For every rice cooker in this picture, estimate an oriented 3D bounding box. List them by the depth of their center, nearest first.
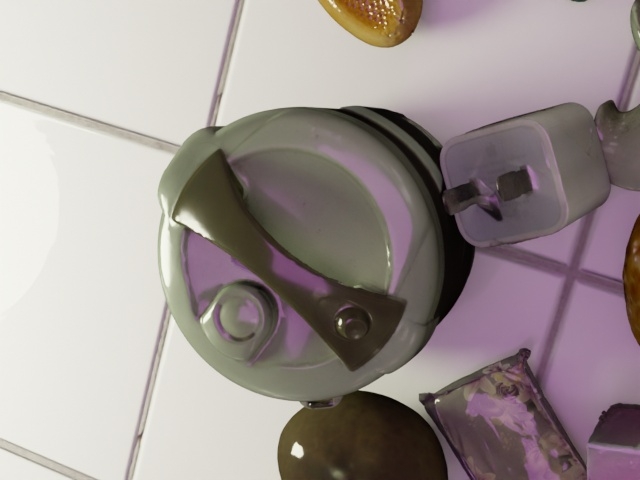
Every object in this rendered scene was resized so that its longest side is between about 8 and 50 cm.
[{"bbox_3d":[0.000,0.000,1.151,0.335,0.325,0.335,2,97,19],"label":"rice cooker"}]

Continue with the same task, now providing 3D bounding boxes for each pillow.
[{"bbox_3d":[0.245,0.263,1.238,0.169,0.059,0.255,-31,83,21],"label":"pillow"}]

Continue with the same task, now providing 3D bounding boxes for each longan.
[{"bbox_3d":[0.055,0.279,1.230,0.220,0.196,0.197,22,104,40],"label":"longan"}]

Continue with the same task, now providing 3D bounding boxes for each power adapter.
[{"bbox_3d":[0.201,-0.063,1.066,0.130,0.205,0.125,-12,96,36],"label":"power adapter"}]

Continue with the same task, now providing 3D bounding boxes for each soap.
[{"bbox_3d":[0.430,0.238,1.094,0.259,0.181,0.081,1,97,23],"label":"soap"}]

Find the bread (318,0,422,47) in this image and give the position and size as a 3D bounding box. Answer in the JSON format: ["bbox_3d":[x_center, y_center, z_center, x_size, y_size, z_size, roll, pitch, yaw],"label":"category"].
[{"bbox_3d":[0.050,-0.316,1.234,0.189,0.077,0.114,47,128,8],"label":"bread"}]

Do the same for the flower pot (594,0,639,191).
[{"bbox_3d":[0.479,-0.153,1.054,0.367,0.164,0.254,15,113,22],"label":"flower pot"}]

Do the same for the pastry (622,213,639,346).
[{"bbox_3d":[0.423,0.074,1.055,0.236,0.170,0.256,16,144,19],"label":"pastry"}]
